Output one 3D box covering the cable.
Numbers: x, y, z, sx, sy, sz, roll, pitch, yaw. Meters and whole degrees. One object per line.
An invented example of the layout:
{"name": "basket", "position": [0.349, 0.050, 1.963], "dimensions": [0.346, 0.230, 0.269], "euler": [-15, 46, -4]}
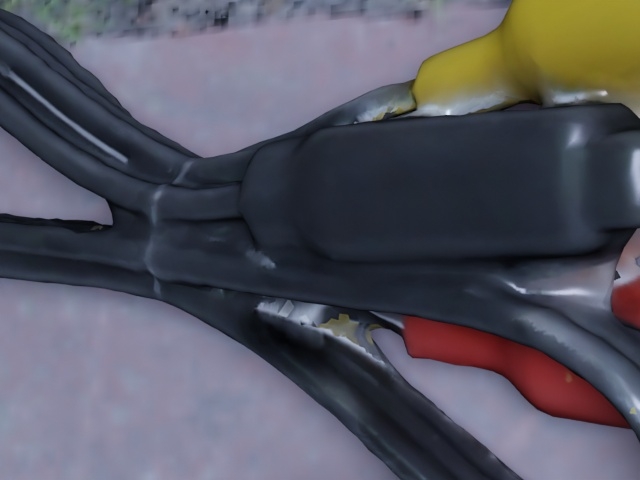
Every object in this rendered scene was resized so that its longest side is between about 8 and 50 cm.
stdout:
{"name": "cable", "position": [0.000, 0.000, 0.430], "dimensions": [0.287, 0.072, 0.139], "euler": [1, 98, 35]}
